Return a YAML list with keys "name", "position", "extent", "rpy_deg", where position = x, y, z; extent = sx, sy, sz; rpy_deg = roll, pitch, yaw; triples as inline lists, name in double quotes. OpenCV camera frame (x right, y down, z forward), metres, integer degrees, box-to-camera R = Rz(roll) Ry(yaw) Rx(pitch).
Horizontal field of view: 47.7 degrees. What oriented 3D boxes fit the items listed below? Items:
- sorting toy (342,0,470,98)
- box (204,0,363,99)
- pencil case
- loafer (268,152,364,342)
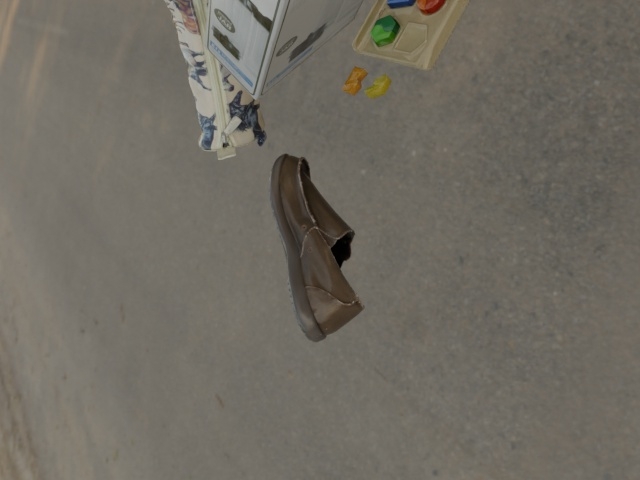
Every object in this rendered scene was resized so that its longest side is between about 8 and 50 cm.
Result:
- name: "sorting toy"
  position: [0.172, -0.449, 1.590]
  extent: [0.229, 0.041, 0.307]
  rpy_deg: [29, 89, 40]
- name: "box"
  position: [-0.018, -0.263, 0.694]
  extent: [0.087, 0.169, 0.290]
  rpy_deg: [47, 164, 0]
- name: "pencil case"
  position: [-0.223, -0.386, 1.538]
  extent: [0.183, 0.160, 0.410]
  rpy_deg: [-115, 13, -54]
- name: "loafer"
  position: [0.000, 0.000, 1.299]
  extent: [0.134, 0.130, 0.366]
  rpy_deg: [59, -164, -65]
